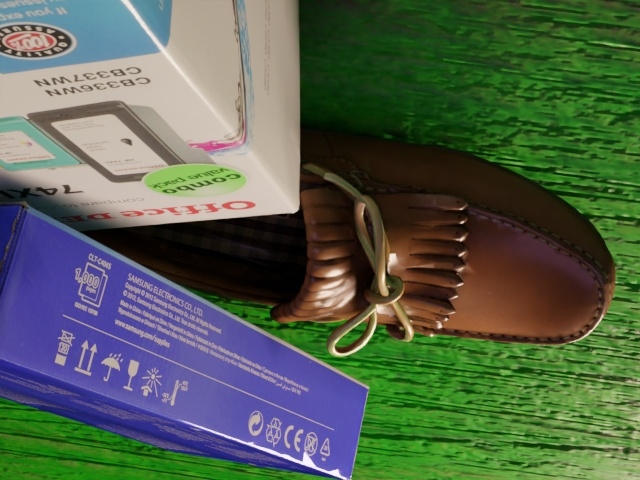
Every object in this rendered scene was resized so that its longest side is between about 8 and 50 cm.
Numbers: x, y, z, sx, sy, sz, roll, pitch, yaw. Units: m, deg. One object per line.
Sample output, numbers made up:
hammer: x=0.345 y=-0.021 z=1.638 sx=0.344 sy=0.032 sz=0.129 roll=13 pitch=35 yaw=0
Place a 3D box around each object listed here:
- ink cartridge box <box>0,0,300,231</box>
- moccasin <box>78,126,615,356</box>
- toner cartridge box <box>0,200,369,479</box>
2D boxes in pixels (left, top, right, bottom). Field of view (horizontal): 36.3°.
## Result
ink cartridge box: x=-0.133 y=-0.133 z=0.454 sx=0.198 sy=0.197 sz=0.270 roll=-5 pitch=165 yaw=12
moccasin: x=0.001 y=-0.002 z=0.624 sx=0.380 sy=0.147 sz=0.139 roll=18 pitch=124 yaw=-4
toner cartridge box: x=-0.124 y=0.076 z=0.613 sx=0.165 sy=0.075 sz=0.348 roll=2 pitch=160 yaw=33
